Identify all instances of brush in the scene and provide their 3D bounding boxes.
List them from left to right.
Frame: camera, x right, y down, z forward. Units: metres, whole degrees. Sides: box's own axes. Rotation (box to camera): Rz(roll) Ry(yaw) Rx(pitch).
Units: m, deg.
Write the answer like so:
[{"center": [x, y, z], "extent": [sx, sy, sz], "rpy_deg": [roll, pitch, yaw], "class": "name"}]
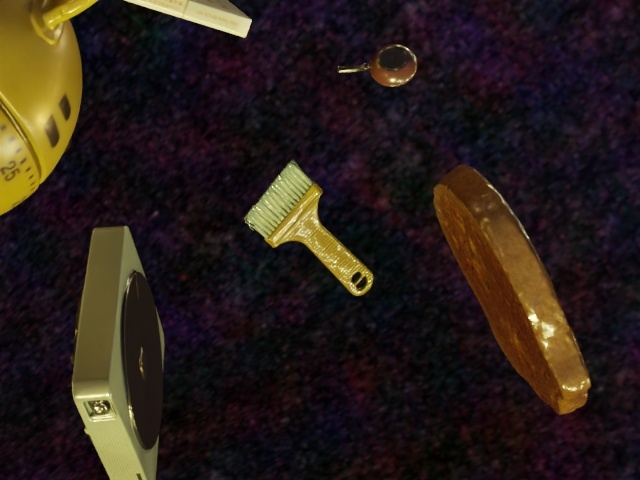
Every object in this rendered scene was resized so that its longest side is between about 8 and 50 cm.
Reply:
[{"center": [0.000, 0.000, 1.342], "extent": [0.082, 0.010, 0.218], "rpy_deg": [-49, 135, -3], "class": "brush"}]

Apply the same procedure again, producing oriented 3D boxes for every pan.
[{"center": [0.079, -0.249, 1.745], "extent": [0.115, 0.023, 0.068], "rpy_deg": [-3, 65, 10], "class": "pan"}]

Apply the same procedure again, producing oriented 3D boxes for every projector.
[{"center": [-0.258, 0.155, 1.571], "extent": [0.079, 0.257, 0.259], "rpy_deg": [-4, 50, 4], "class": "projector"}]

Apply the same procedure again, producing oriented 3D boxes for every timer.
[{"center": [-0.397, -0.203, 1.342], "extent": [0.376, 0.376, 0.387], "rpy_deg": [43, 67, -8], "class": "timer"}]

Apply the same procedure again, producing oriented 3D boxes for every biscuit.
[{"center": [0.186, 0.044, 1.199], "extent": [0.049, 0.273, 0.257], "rpy_deg": [-27, 97, -1], "class": "biscuit"}]

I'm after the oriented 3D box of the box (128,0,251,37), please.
[{"center": [-0.201, -0.300, 1.480], "extent": [0.220, 0.032, 0.122], "rpy_deg": [14, 18, -27], "class": "box"}]
